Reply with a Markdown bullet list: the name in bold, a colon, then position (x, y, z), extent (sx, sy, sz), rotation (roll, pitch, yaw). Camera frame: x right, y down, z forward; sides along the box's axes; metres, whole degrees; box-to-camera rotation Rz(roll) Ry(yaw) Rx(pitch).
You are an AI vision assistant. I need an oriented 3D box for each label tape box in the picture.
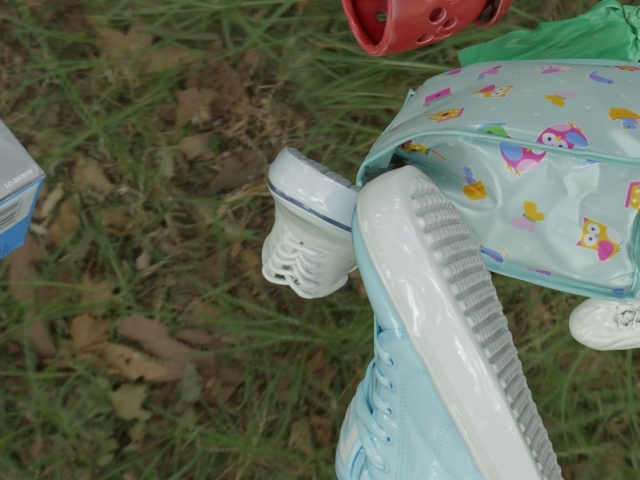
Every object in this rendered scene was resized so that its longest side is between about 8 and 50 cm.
- **label tape box**: position (-0.472, -0.135, 1.231), extent (0.333, 0.106, 0.240), rotation (51, 151, 3)

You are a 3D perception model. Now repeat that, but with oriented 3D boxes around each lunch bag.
- **lunch bag**: position (0.181, -0.073, 0.965), extent (0.262, 0.223, 0.160), rotation (10, 123, 17)

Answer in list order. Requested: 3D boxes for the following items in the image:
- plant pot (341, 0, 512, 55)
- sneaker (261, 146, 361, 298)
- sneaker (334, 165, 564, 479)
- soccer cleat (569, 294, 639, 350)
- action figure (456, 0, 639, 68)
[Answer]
- **plant pot**: position (0.124, -0.324, 1.243), extent (0.174, 0.191, 0.191), rotation (-14, 97, -12)
- **sneaker**: position (0.000, 0.000, 0.793), extent (0.094, 0.258, 0.091), rotation (31, 87, 10)
- **sneaker**: position (0.066, 0.123, 0.719), extent (0.150, 0.135, 0.365), rotation (-16, 119, 14)
- **soccer cleat**: position (0.376, 0.091, 1.204), extent (0.196, 0.076, 0.068), rotation (2, 88, -19)
- **action figure**: position (0.274, -0.200, 1.188), extent (0.232, 0.063, 0.137), rotation (-26, 85, 37)
